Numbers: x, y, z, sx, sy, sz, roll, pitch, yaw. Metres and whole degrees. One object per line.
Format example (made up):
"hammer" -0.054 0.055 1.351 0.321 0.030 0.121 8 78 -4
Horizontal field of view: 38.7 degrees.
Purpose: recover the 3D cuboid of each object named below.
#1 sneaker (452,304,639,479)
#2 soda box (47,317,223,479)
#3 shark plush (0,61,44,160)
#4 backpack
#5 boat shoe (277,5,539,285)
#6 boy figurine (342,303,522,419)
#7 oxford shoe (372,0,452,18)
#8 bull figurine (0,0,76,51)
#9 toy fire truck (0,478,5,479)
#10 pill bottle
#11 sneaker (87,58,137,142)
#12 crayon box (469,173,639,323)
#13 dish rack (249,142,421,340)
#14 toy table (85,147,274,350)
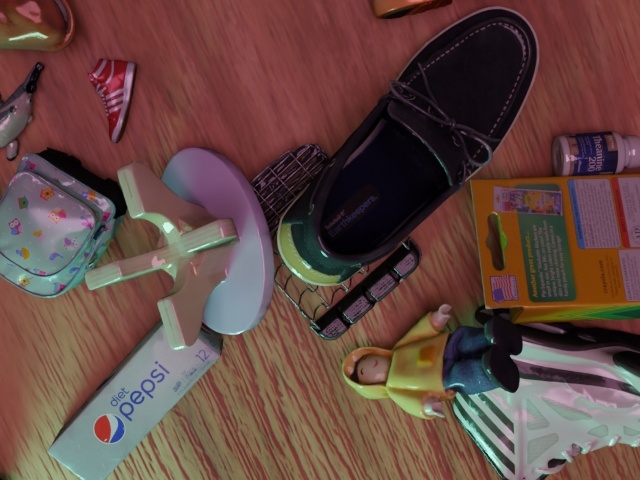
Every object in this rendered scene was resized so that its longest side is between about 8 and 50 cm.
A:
"sneaker" 0.417 0.275 1.403 0.447 0.169 0.258 17 108 2
"soda box" -0.276 0.230 1.373 0.098 0.091 0.286 42 96 -9
"shark plush" -0.455 -0.190 1.308 0.067 0.073 0.161 37 103 22
"backpack" -0.386 -0.014 1.297 0.165 0.144 0.188 31 107 -4
"boat shoe" 0.142 -0.136 1.259 0.187 0.156 0.500 45 78 -6
"boy figurine" 0.156 0.175 1.335 0.092 0.285 0.177 36 55 -37
"oxford shoe" 0.239 -0.417 1.265 0.363 0.130 0.133 -15 95 0
"bull figurine" -0.489 -0.336 1.253 0.310 0.101 0.189 1 99 -3
"toy fire truck" -0.607 0.376 1.333 0.246 0.217 0.159 23 99 8
"pill bottle" 0.411 -0.127 1.354 0.120 0.067 0.067 -5 101 -2
"sneaker" -0.308 -0.204 1.316 0.067 0.042 0.119 11 92 -9
"crayon box" 0.380 0.011 1.326 0.322 0.083 0.203 -1 68 -3
"dish rack" 0.000 0.000 1.358 0.208 0.074 0.271 -42 98 3
"toy table" -0.186 0.009 1.262 0.252 0.161 0.274 -32 80 29
